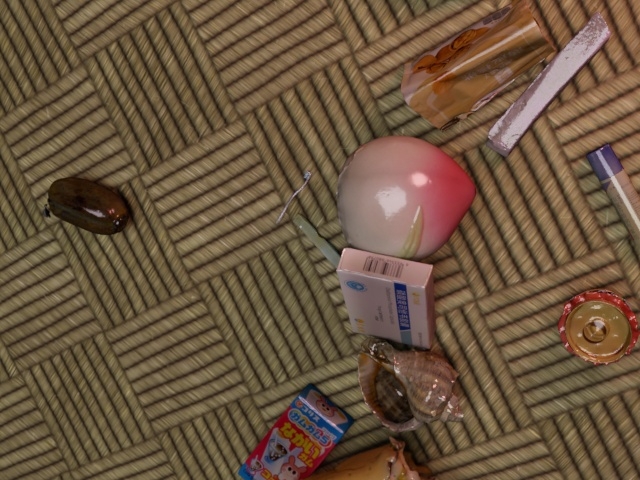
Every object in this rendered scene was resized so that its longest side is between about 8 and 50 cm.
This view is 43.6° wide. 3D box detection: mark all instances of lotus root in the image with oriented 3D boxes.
[{"bbox_3d":[-0.621,-0.092,2.141,0.241,0.123,0.124,21,135,10],"label":"lotus root"}]

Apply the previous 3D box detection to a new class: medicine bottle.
[{"bbox_3d":[0.665,-0.101,1.759,0.059,0.059,0.230,-29,90,21],"label":"medicine bottle"}]

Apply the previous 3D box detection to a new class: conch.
[{"bbox_3d":[0.227,0.345,1.940,0.291,0.159,0.210,44,131,29],"label":"conch"}]

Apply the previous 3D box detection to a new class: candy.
[{"bbox_3d":[-0.066,0.541,2.097,0.157,0.100,0.305,40,108,8],"label":"candy"}]

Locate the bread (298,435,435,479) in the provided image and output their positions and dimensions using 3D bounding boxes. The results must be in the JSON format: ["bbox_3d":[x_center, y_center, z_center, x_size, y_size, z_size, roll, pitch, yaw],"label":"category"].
[{"bbox_3d":[0.111,0.661,1.972,0.394,0.250,0.361,-22,118,24],"label":"bread"}]

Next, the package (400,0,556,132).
[{"bbox_3d":[0.351,-0.371,1.753,0.311,0.221,0.165,-30,111,21],"label":"package"}]

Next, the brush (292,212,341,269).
[{"bbox_3d":[0.000,0.000,2.010,0.178,0.030,0.033,47,126,15],"label":"brush"}]

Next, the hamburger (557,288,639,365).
[{"bbox_3d":[0.618,0.181,1.786,0.175,0.137,0.175,5,107,16],"label":"hamburger"}]

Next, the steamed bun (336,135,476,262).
[{"bbox_3d":[0.204,-0.091,1.781,0.310,0.309,0.309,3,101,17],"label":"steamed bun"}]

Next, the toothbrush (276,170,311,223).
[{"bbox_3d":[-0.067,-0.106,2.017,0.017,0.014,0.162,31,109,-5],"label":"toothbrush"}]

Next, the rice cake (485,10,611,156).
[{"bbox_3d":[0.501,-0.340,1.765,0.073,0.056,0.365,43,110,12],"label":"rice cake"}]

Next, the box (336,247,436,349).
[{"bbox_3d":[0.159,0.141,1.841,0.200,0.343,0.065,11,63,15],"label":"box"}]
